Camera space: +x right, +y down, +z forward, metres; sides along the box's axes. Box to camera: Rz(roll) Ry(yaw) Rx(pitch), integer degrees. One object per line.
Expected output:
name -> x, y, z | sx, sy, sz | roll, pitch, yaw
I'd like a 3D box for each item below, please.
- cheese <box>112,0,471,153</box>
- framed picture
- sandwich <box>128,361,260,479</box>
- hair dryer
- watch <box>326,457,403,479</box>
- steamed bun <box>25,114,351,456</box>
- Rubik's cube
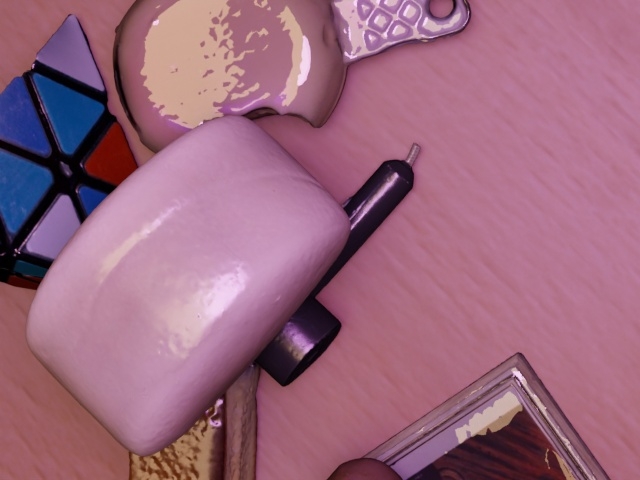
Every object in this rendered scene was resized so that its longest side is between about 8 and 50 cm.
cheese -> -0.022, -0.154, 0.983 | 0.286, 0.082, 0.163 | -10, 93, 15
framed picture -> 0.152, 0.259, 1.001 | 0.216, 0.016, 0.273 | -37, 84, 15
sandwich -> -0.107, 0.220, 1.031 | 0.096, 0.094, 0.258 | 4, 94, 11
hair dryer -> 0.000, 0.000, 1.002 | 0.124, 0.071, 0.219 | 45, 98, 8
watch -> 0.055, 0.365, 0.858 | 0.314, 0.335, 0.327 | 31, 93, 11
steamed bun -> -0.100, 0.031, 0.902 | 0.146, 0.164, 0.242 | 42, 97, 12
Rubik's cube -> -0.265, 0.004, 1.079 | 0.234, 0.284, 0.250 | -25, 122, 35
